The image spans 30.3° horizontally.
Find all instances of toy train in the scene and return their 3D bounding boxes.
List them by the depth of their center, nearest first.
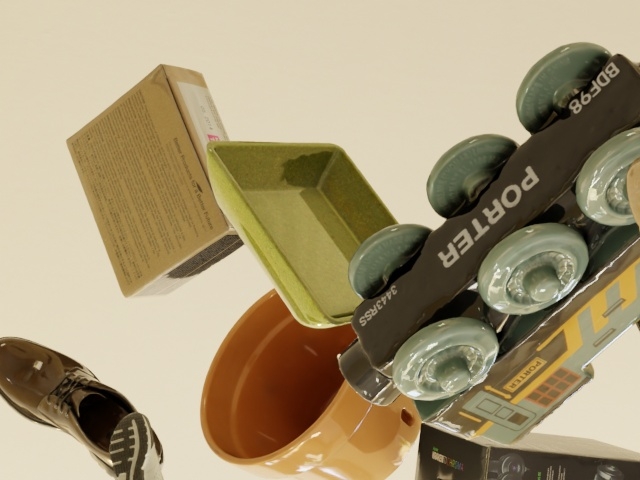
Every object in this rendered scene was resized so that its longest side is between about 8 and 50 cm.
[{"bbox_3d":[0.164,0.009,0.836,0.190,0.142,0.334,26,-64,-39],"label":"toy train"}]

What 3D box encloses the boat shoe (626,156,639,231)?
[{"bbox_3d":[0.301,-0.032,0.703,0.285,0.092,0.103,-2,-106,-38],"label":"boat shoe"}]

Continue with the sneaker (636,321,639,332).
[{"bbox_3d":[0.357,0.129,0.897,0.090,0.270,0.145,-52,-27,-11],"label":"sneaker"}]

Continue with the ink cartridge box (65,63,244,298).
[{"bbox_3d":[-0.198,-0.071,1.494,0.088,0.193,0.235,2,-119,-57],"label":"ink cartridge box"}]

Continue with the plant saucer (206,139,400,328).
[{"bbox_3d":[0.000,0.000,0.997,0.045,0.188,0.188,-47,-23,29],"label":"plant saucer"}]

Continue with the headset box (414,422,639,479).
[{"bbox_3d":[0.271,0.317,1.498,0.283,0.246,0.131,8,-94,-15],"label":"headset box"}]

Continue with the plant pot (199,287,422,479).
[{"bbox_3d":[0.005,0.219,1.642,0.203,0.291,0.291,40,-99,-35],"label":"plant pot"}]

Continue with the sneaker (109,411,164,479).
[{"bbox_3d":[-0.161,0.209,1.061,0.043,0.040,0.109,27,-125,-65],"label":"sneaker"}]

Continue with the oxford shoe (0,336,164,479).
[{"bbox_3d":[-0.257,0.161,1.233,0.083,0.227,0.096,-55,-11,-26],"label":"oxford shoe"}]
